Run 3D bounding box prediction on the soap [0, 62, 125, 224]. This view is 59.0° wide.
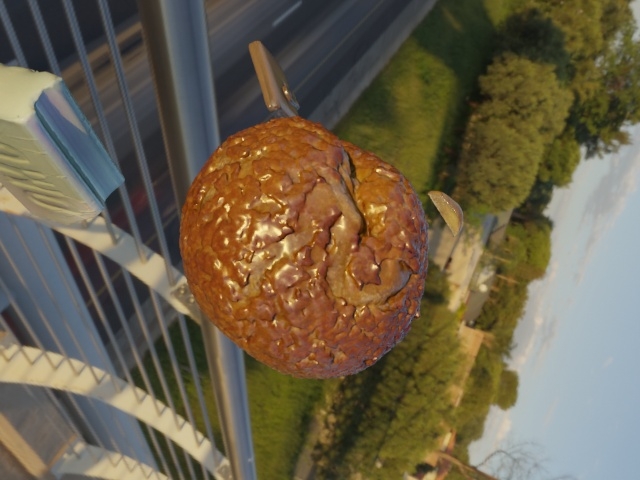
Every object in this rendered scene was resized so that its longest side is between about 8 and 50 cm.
[{"bbox_3d":[-0.416,-0.129,0.845,0.289,0.172,0.095,83,24,-61],"label":"soap"}]

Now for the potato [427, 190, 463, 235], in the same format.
[{"bbox_3d":[0.235,-0.058,1.010,0.037,0.093,0.036,-33,-179,-34],"label":"potato"}]

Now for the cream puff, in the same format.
[{"bbox_3d":[0.000,0.000,0.615,0.212,0.303,0.303,-32,-167,42],"label":"cream puff"}]

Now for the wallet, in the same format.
[{"bbox_3d":[-0.077,-0.271,1.012,0.118,0.038,0.153,35,33,-64],"label":"wallet"}]
